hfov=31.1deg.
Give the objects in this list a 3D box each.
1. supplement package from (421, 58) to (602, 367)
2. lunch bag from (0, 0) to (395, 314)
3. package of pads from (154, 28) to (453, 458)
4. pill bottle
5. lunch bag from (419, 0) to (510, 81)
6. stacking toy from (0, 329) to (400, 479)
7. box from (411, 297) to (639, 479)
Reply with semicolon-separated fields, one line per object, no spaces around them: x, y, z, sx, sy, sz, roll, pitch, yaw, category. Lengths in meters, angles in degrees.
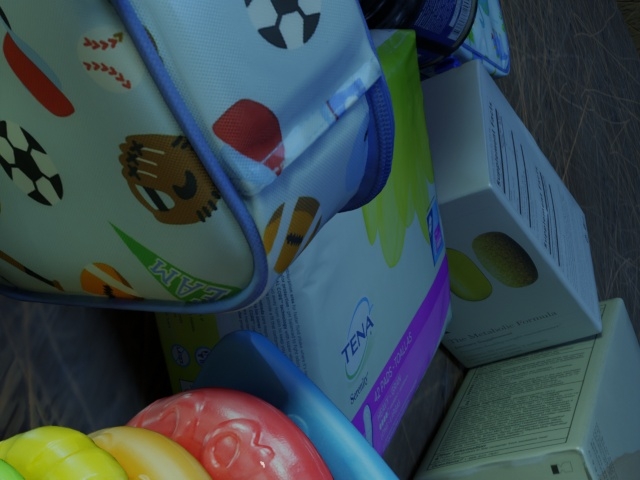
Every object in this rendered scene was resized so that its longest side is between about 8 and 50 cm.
0.129;-0.014;0.985;0.244;0.139;0.134;44;36;-44;supplement package
-0.119;-0.117;0.429;0.115;0.243;0.303;-42;120;-36;lunch bag
0.000;0.000;0.704;0.296;0.101;0.229;-51;134;-62;package of pads
0.045;-0.212;0.961;0.219;0.122;0.123;-5;78;-65;pill bottle
0.117;-0.242;1.169;0.219;0.090;0.176;5;69;-64;lunch bag
-0.118;0.128;0.385;0.301;0.175;0.166;10;26;-44;stacking toy
0.199;0.171;1.004;0.121;0.148;0.311;68;26;-10;box
